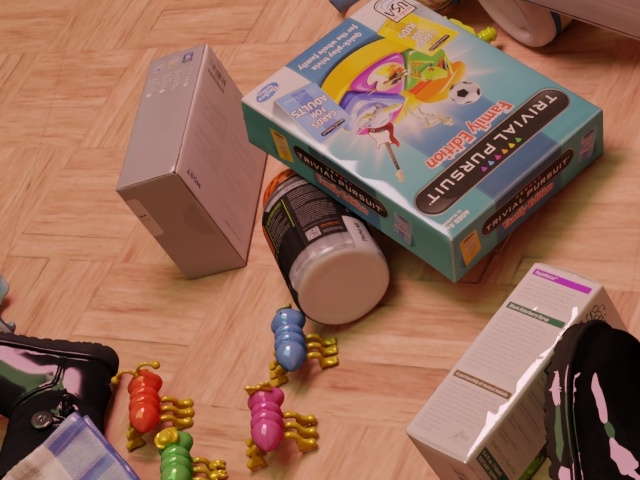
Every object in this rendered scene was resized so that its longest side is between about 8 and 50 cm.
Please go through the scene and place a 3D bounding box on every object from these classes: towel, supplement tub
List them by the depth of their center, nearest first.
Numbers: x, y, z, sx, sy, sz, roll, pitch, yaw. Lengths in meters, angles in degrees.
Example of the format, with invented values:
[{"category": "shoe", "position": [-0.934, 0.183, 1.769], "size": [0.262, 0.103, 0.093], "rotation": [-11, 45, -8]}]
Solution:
[{"category": "towel", "position": [-0.310, 0.347, 1.893], "size": [0.285, 0.034, 0.209], "rotation": [-41, 67, -5]}, {"category": "supplement tub", "position": [0.000, 0.000, 2.023], "size": [0.117, 0.117, 0.190], "rotation": [-31, 40, 5]}, {"category": "supplement tub", "position": [0.296, -0.352, 2.144], "size": [0.200, 0.144, 0.144], "rotation": [-42, 40, -8]}]

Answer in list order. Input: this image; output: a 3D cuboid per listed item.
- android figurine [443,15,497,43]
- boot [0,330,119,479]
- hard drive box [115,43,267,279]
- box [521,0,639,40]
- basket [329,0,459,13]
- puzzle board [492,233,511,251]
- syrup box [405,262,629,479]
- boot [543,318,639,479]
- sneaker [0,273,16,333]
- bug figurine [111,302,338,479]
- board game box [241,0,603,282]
[{"category": "android figurine", "position": [0.107, -0.184, 2.180], "size": [0.273, 0.056, 0.248], "rotation": [-28, 40, 9]}, {"category": "boot", "position": [-0.366, 0.213, 2.046], "size": [0.246, 0.094, 0.207], "rotation": [2, 46, 4]}, {"category": "hard drive box", "position": [-0.155, -0.100, 2.182], "size": [0.089, 0.181, 0.232], "rotation": [-14, 43, 24]}, {"category": "box", "position": [0.348, -0.322, 1.963], "size": [0.290, 0.169, 0.087], "rotation": [20, 58, 7]}, {"category": "basket", "position": [0.142, -0.419, 2.299], "size": [0.255, 0.201, 0.289], "rotation": [-49, 7, -17]}, {"category": "puzzle board", "position": [0.179, -0.031, 2.012], "size": [0.128, 0.011, 0.096], "rotation": [8, 57, 41]}, {"category": "syrup box", "position": [0.203, 0.145, 1.754], "size": [0.096, 0.093, 0.237], "rotation": [22, 65, 46]}, {"category": "boot", "position": [0.347, 0.203, 1.568], "size": [0.260, 0.131, 0.348], "rotation": [-16, 48, 26]}, {"category": "sneaker", "position": [-0.458, 0.135, 2.220], "size": [0.122, 0.110, 0.283], "rotation": [-21, 42, 11]}, {"category": "bug figurine", "position": [-0.113, 0.184, 1.955], "size": [0.279, 0.072, 0.216], "rotation": [-25, 41, 12]}, {"category": "board game box", "position": [0.116, -0.133, 1.998], "size": [0.254, 0.079, 0.336], "rotation": [-40, 55, -23]}]
